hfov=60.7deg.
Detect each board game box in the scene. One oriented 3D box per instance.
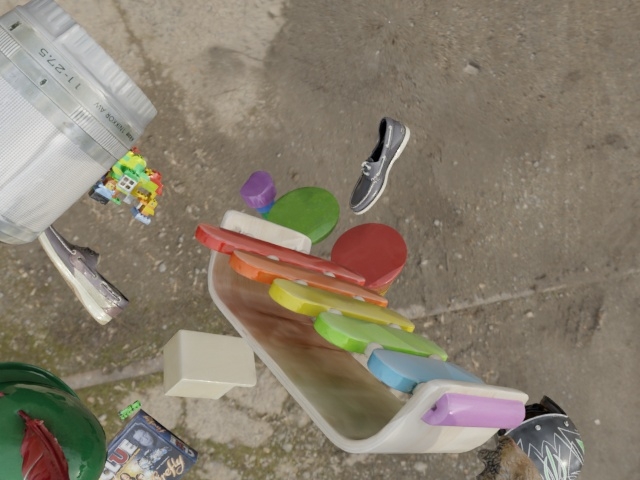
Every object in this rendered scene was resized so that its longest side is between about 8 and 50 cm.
[{"bbox_3d":[-0.408,0.504,1.175,0.165,0.042,0.243,43,92,-12],"label":"board game box"}]

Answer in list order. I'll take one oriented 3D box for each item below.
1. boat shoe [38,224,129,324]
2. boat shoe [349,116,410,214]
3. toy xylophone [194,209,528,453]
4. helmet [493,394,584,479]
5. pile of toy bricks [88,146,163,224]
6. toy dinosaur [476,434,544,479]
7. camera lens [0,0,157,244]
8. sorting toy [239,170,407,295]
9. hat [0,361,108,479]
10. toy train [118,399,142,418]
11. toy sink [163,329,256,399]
[{"bbox_3d":[-0.542,0.058,1.245,0.092,0.103,0.285,-35,109,-18],"label":"boat shoe"},{"bbox_3d":[0.104,-0.153,1.108,0.065,0.075,0.206,26,94,-36],"label":"boat shoe"},{"bbox_3d":[0.030,0.079,0.488,0.322,0.236,0.081,33,101,41],"label":"toy xylophone"},{"bbox_3d":[0.413,0.388,1.037,0.169,0.161,0.169,0,103,0],"label":"helmet"},{"bbox_3d":[-0.353,-0.121,0.971,0.105,0.118,0.212,-50,136,4],"label":"pile of toy bricks"},{"bbox_3d":[0.088,0.241,0.306,0.295,0.127,0.200,-29,107,17],"label":"toy dinosaur"},{"bbox_3d":[-0.385,-0.149,0.715,0.274,0.219,0.219,-46,101,-7],"label":"camera lens"},{"bbox_3d":[0.000,0.000,0.964,0.365,0.127,0.126,32,158,33],"label":"sorting toy"},{"bbox_3d":[-0.204,0.166,0.475,0.183,0.208,0.173,-31,139,17],"label":"hat"},{"bbox_3d":[-0.552,0.490,1.584,0.083,0.017,0.024,-35,104,14],"label":"toy train"},{"bbox_3d":[-0.325,0.368,1.593,0.234,0.153,0.131,14,138,-34],"label":"toy sink"}]
